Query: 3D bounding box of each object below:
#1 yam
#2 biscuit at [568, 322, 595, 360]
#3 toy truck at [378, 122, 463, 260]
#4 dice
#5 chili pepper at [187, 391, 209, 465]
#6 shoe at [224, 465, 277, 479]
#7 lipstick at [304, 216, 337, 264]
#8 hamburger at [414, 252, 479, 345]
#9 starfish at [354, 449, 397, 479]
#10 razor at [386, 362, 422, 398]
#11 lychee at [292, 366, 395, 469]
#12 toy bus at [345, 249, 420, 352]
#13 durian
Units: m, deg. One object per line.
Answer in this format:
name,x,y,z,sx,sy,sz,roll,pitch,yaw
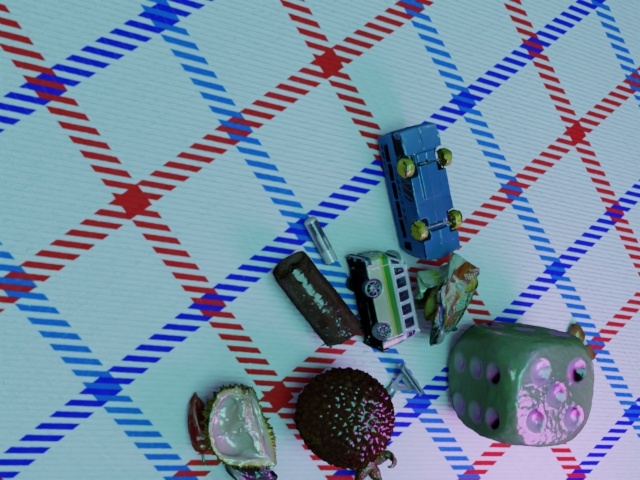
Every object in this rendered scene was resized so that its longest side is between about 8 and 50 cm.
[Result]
yam,-0.009,0.166,1.840,0.131,0.131,0.280,-42,108,-17
biscuit,0.843,0.402,2.288,0.208,0.047,0.164,-38,107,-18
toy truck,0.289,-0.139,1.938,0.161,0.162,0.385,-19,102,-23
dice,0.595,0.422,2.024,0.330,0.322,0.318,3,92,-23
chili pepper,-0.318,0.493,1.754,0.059,0.050,0.191,-5,84,-38
shoe,-0.177,0.623,1.820,0.169,0.071,0.099,40,74,-25
lipstick,0.000,0.000,1.879,0.040,0.040,0.141,-33,105,-20
hamburger,0.355,0.169,1.987,0.276,0.150,0.260,-65,156,4
starfish,0.135,0.653,1.951,0.190,0.074,0.146,36,62,-21
razor,0.169,0.490,1.985,0.278,0.056,0.111,-38,106,-11
lychee,0.068,0.476,1.815,0.275,0.276,0.304,-12,142,-24
toy bus,0.179,0.160,1.921,0.164,0.133,0.276,-16,101,-23
durian,-0.225,0.484,1.750,0.183,0.138,0.250,-25,101,-21
